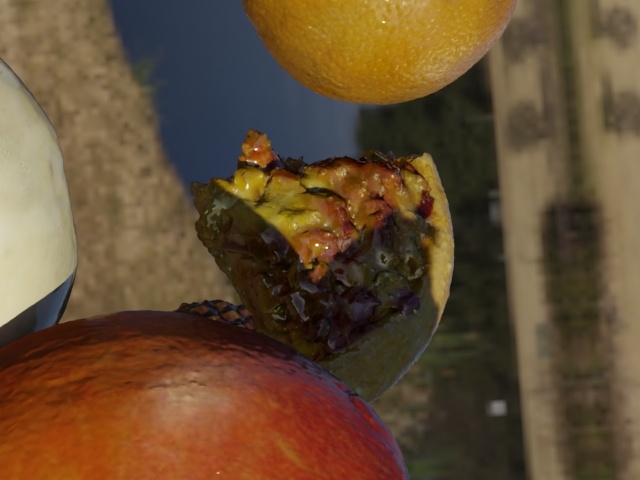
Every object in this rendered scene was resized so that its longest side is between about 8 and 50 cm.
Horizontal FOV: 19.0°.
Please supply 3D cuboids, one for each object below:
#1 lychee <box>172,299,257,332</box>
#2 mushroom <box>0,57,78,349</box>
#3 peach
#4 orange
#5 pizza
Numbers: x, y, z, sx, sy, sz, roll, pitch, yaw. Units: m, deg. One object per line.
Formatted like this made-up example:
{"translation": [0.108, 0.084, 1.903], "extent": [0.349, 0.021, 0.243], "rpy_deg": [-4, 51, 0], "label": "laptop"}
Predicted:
{"translation": [-0.095, 0.188, 2.142], "extent": [0.271, 0.271, 0.271], "rpy_deg": [-4, 90, -80], "label": "lychee"}
{"translation": [-0.345, -0.033, 1.262], "extent": [0.325, 0.353, 0.353], "rpy_deg": [49, 37, -64], "label": "mushroom"}
{"translation": [-0.113, 0.217, 1.177], "extent": [0.290, 0.373, 0.372], "rpy_deg": [-179, -96, -83], "label": "peach"}
{"translation": [0.058, -0.250, 1.671], "extent": [0.264, 0.264, 0.264], "rpy_deg": [-4, 90, -80], "label": "orange"}
{"translation": [0.000, 0.000, 1.529], "extent": [0.081, 0.229, 0.289], "rpy_deg": [116, -1, -51], "label": "pizza"}
